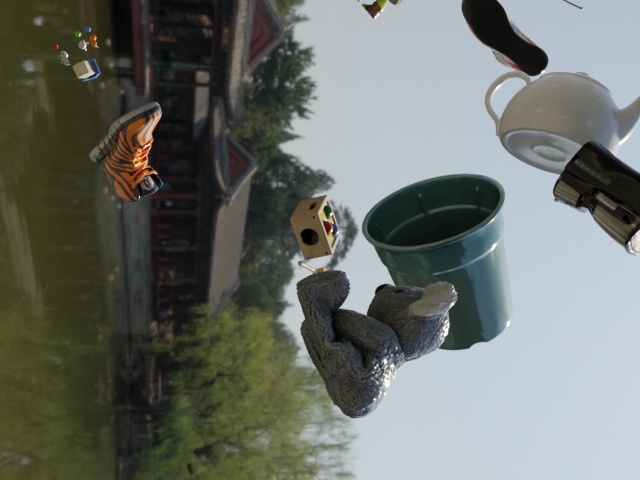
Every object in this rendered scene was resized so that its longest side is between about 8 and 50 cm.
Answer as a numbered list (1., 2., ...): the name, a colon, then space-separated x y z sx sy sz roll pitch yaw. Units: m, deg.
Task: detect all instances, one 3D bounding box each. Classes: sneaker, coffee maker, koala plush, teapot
1. sneaker: 0.425 -0.502 1.578 0.090 0.270 0.145 -51 -161 14
2. coffee maker: 0.520 -0.088 1.112 0.178 0.171 0.120 51 -4 39
3. koala plush: 0.100 0.142 0.982 0.196 0.221 0.203 89 -22 -56
4. sneaker: -0.448 -0.211 1.630 0.321 0.124 0.180 -28 -83 50
5. teapot: 0.493 -0.258 1.321 0.187 0.256 0.252 -67 -169 -9

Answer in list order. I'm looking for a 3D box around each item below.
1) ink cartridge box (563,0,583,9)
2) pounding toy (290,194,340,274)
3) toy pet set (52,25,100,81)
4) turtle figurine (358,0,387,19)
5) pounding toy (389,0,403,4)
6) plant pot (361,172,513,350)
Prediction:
1. ink cartridge box: 0.320 -0.570 1.258 0.324 0.330 0.071 -107 -143 -57
2. pounding toy: 0.000 0.009 1.756 0.181 0.094 0.206 -65 139 -61
3. toy pet set: -0.637 -0.498 1.755 0.065 0.122 0.114 -51 120 -73
4. turtle figurine: 0.185 -0.625 1.535 0.087 0.217 0.269 56 17 24
5. pounding toy: 0.215 -0.756 1.778 0.237 0.110 0.183 -116 -176 -60
6. plant pot: 0.312 0.064 1.586 0.341 0.341 0.334 -120 -173 -65
